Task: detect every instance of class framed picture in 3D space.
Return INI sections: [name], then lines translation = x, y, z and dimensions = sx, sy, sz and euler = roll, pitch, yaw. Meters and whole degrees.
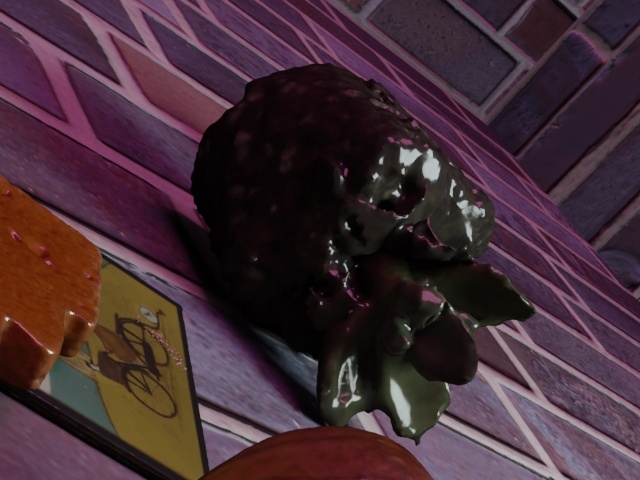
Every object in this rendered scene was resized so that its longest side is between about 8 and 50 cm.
[framed picture]
translation = -0.203, 0.022, 0.896
dimensions = 0.324, 0.013, 0.244
euler = 37, 15, -25

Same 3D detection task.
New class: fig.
[fig]
translation = -0.046, 0.174, 0.713
dimensions = 0.160, 0.230, 0.143
euler = -111, -166, -58

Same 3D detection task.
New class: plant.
[plant]
translation = 0.033, 0.007, 1.183
dimensions = 0.213, 0.215, 0.312
euler = 35, 18, -41

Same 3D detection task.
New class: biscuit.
[biscuit]
translation = -0.224, -0.002, 0.798
dimensions = 0.284, 0.043, 0.306
euler = 49, 13, 26
